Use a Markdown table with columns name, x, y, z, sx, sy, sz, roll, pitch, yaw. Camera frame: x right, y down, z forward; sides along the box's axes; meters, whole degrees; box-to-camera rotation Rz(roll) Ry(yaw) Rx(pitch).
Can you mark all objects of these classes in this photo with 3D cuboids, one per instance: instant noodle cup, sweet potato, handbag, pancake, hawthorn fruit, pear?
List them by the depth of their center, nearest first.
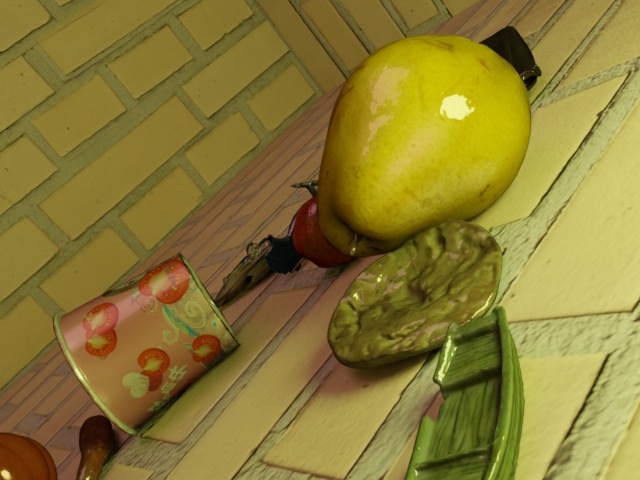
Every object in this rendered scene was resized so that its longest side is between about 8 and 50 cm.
| name | x | y | z | sx | sy | sz | roll | pitch | yaw |
| --- | --- | --- | --- | --- | --- | --- | --- | --- | --- |
| pancake | 0.118 | 0.071 | 0.884 | 0.242 | 0.050 | 0.242 | -32 | 24 | 16 |
| pear | 0.138 | -0.121 | 1.029 | 0.285 | 0.284 | 0.336 | -139 | 70 | -75 |
| instant noodle cup | -0.279 | 0.163 | 1.243 | 0.231 | 0.243 | 0.243 | -33 | 14 | -7 |
| hawthorn fruit | 0.009 | -0.013 | 1.246 | 0.140 | 0.125 | 0.125 | -39 | 12 | 39 |
| sweet potato | -0.383 | 0.348 | 1.255 | 0.078 | 0.058 | 0.255 | -55 | 17 | 4 |
| handbag | 0.274 | -0.274 | 1.407 | 0.285 | 0.113 | 0.257 | -26 | 24 | 18 |

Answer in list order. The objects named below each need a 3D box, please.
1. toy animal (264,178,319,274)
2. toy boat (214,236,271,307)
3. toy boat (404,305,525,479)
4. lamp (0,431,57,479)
| name | x | y | z | sx | sy | sz | roll | pitch | yaw |
| --- | --- | --- | --- | --- | --- | --- | --- | --- | --- |
| toy animal | -0.009 | -0.033 | 1.449 | 0.255 | 0.176 | 0.239 | -8 | 0 | -32 |
| toy boat | -0.155 | 0.072 | 1.521 | 0.210 | 0.066 | 0.084 | -45 | -20 | 12 |
| toy boat | 0.113 | 0.165 | 0.593 | 0.093 | 0.055 | 0.293 | -28 | 18 | 34 |
| lamp | -0.492 | 0.394 | 1.097 | 0.223 | 0.196 | 0.223 | -61 | -14 | -26 |
